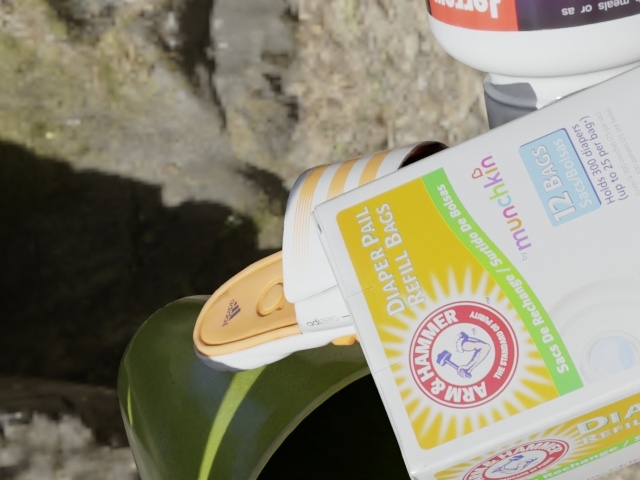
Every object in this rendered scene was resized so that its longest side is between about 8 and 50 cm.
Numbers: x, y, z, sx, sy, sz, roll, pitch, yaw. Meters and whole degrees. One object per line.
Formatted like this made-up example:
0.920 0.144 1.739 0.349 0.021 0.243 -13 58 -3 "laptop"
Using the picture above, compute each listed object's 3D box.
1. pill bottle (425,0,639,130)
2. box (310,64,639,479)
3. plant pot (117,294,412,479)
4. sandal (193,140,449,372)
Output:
0.141 -0.225 0.784 0.181 0.181 0.323 -140 34 -61 "pill bottle"
0.116 0.013 0.485 0.103 0.203 0.114 54 -165 -62 "box"
-0.035 0.160 1.040 0.293 0.274 0.275 30 123 50 "plant pot"
-0.002 0.009 0.734 0.265 0.076 0.102 -26 39 38 "sandal"
